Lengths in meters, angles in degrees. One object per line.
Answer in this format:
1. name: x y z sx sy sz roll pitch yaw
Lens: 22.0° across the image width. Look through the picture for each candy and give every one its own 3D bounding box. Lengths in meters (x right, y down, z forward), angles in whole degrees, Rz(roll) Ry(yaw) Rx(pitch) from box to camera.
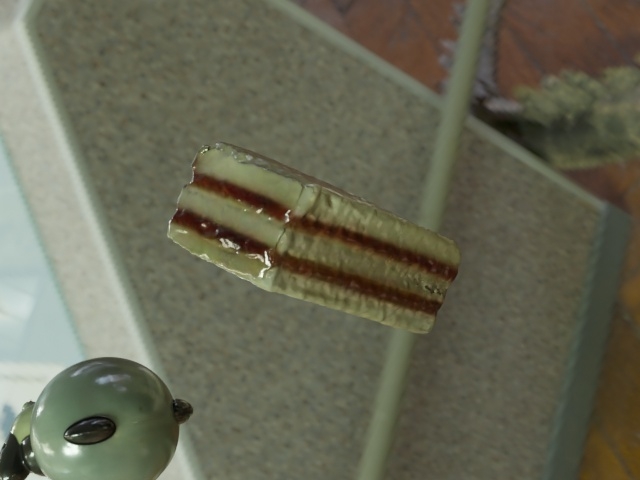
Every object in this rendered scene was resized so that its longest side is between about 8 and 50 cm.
1. candy: 0.000 0.000 1.925 0.179 0.320 0.135 27 96 44

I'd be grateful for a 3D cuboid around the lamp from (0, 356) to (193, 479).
1. lamp: -0.292 0.243 2.079 0.244 0.197 0.198 -22 53 41
